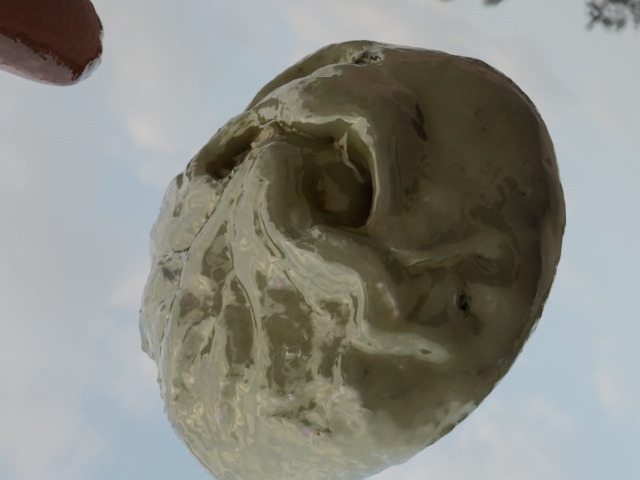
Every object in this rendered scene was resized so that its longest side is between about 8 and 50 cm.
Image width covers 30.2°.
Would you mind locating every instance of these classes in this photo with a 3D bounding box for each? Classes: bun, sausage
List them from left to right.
[{"bbox_3d":[-0.211,-0.149,0.739,0.194,0.077,0.077,17,-141,-54],"label":"sausage"},{"bbox_3d":[0.000,0.000,0.535,0.133,0.231,0.231,40,-153,-27],"label":"bun"}]
